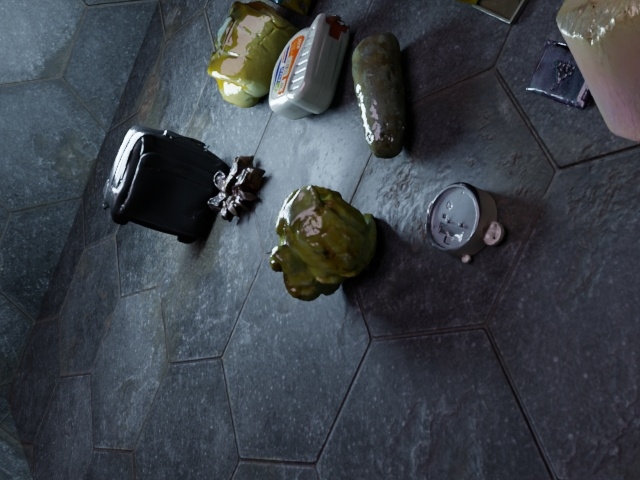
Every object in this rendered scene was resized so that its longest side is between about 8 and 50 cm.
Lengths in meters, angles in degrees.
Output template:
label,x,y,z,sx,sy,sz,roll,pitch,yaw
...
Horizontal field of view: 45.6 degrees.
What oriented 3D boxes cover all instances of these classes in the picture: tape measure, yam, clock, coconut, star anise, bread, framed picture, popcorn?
label,x,y,z,sx,sy,sz,roll,pitch,yaw
tape measure,-0.031,-0.483,2.171,0.265,0.130,0.258,-9,66,58
yam,0.150,-0.349,1.874,0.133,0.133,0.330,-30,56,44
clock,0.290,-0.042,1.595,0.229,0.063,0.155,34,102,55
coconut,0.548,-0.293,1.160,0.298,0.309,0.297,-34,22,16
star anise,-0.270,-0.170,2.378,0.214,0.099,0.219,31,100,45
bread,-0.243,-0.601,2.439,0.341,0.210,0.300,-59,35,18
framed picture,0.434,-0.588,1.682,0.203,0.015,0.150,-60,37,15
popcorn,-0.007,0.002,1.834,0.276,0.226,0.276,-33,47,42

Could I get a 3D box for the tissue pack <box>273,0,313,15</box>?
label,x,y,z,sx,sy,sz,roll,pitch,yaw
tissue pack,-0.068,-0.852,2.372,0.192,0.134,0.270,41,109,52

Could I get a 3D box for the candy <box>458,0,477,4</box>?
label,x,y,z,sx,sy,sz,roll,pitch,yaw
candy,0.338,-0.692,1.721,0.146,0.088,0.276,-116,36,-53

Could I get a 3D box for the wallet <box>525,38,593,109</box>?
label,x,y,z,sx,sy,sz,roll,pitch,yaw
wallet,0.482,-0.325,1.489,0.166,0.030,0.111,43,115,54

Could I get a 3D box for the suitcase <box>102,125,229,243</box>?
label,x,y,z,sx,sy,sz,roll,pitch,yaw
suitcase,-0.502,-0.189,2.486,0.188,0.345,0.339,37,106,59
